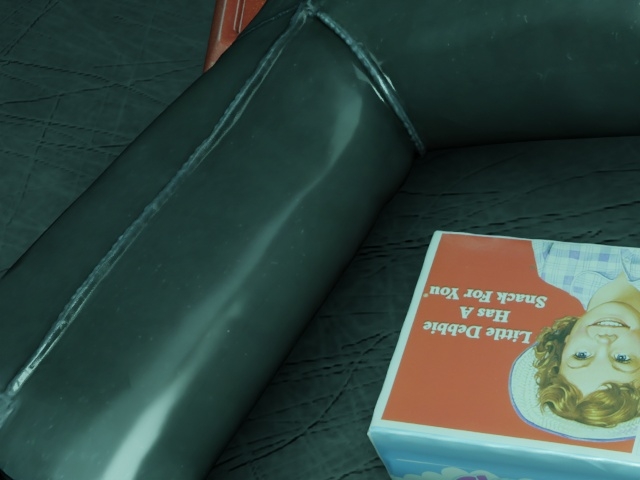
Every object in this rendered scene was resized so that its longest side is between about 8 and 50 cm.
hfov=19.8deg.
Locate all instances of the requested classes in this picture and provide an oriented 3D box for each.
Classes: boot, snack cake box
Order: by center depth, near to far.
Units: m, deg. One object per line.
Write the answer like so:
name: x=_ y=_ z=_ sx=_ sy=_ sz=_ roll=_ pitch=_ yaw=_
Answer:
boot: x=-0.001 y=0.000 z=1.069 sx=0.445 sy=0.146 sz=0.367 roll=-48 pitch=35 yaw=-20
snack cake box: x=0.179 y=0.088 z=1.087 sx=0.264 sy=0.089 sz=0.152 roll=6 pitch=57 yaw=23

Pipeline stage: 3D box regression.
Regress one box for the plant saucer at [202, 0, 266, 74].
plant saucer: x=0.037 y=-0.220 z=1.401 sx=0.258 sy=0.047 sz=0.259 roll=-4 pitch=52 yaw=16
